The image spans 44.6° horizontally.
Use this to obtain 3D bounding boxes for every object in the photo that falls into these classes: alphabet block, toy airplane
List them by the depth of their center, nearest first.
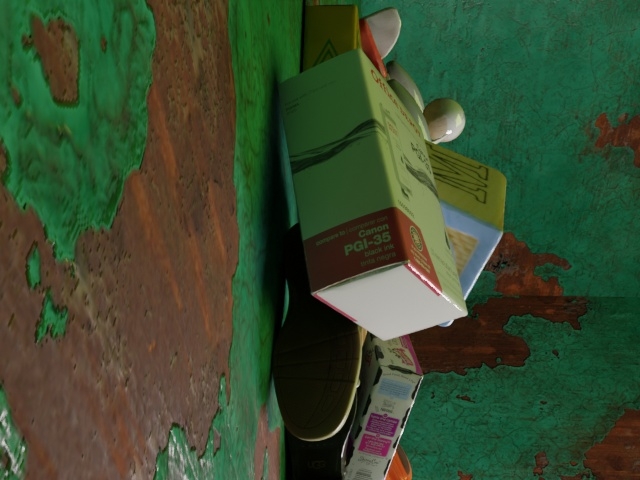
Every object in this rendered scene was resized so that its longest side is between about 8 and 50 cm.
[{"bbox_3d":[0.153,-0.023,1.177,0.197,0.193,0.192,-64,178,-58],"label":"alphabet block"},{"bbox_3d":[0.146,-0.261,1.528,0.384,0.272,0.386,78,14,-62],"label":"toy airplane"}]

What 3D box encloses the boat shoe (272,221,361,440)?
[{"bbox_3d":[0.002,0.110,0.955,0.089,0.104,0.285,76,14,-57],"label":"boat shoe"}]

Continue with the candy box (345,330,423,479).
[{"bbox_3d":[0.083,0.270,1.231,0.159,0.071,0.233,-97,-157,-72],"label":"candy box"}]

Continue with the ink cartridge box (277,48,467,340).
[{"bbox_3d":[0.060,-0.050,0.921,0.207,0.117,0.283,37,38,-55],"label":"ink cartridge box"}]

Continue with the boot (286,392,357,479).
[{"bbox_3d":[-0.003,0.280,1.118,0.229,0.091,0.263,86,8,-86],"label":"boot"}]

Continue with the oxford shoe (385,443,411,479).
[{"bbox_3d":[0.055,0.453,1.428,0.130,0.132,0.363,64,19,18],"label":"oxford shoe"}]

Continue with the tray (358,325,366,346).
[{"bbox_3d":[0.069,0.117,1.798,0.203,0.076,0.411,70,21,-73],"label":"tray"}]

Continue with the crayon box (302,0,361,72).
[{"bbox_3d":[0.020,-0.220,1.224,0.203,0.083,0.323,68,22,-76],"label":"crayon box"}]
